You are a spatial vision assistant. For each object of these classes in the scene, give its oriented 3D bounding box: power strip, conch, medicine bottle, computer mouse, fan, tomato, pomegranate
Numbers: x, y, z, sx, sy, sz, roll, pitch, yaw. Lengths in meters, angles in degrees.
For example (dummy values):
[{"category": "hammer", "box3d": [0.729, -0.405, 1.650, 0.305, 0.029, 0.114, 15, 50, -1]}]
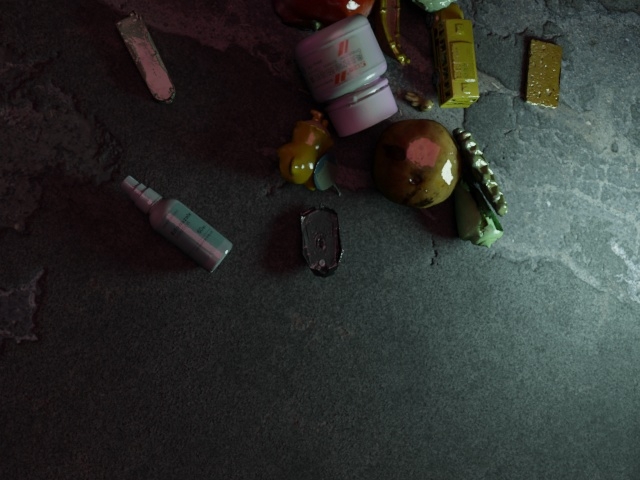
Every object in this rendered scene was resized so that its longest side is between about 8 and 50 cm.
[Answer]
[{"category": "power strip", "box3d": [-0.505, -0.527, 1.722, 0.080, 0.048, 0.286, -28, 92, -11]}, {"category": "conch", "box3d": [0.489, -0.096, 1.864, 0.143, 0.137, 0.251, -20, 97, -49]}, {"category": "medicine bottle", "box3d": [-0.417, -0.055, 1.676, 0.352, 0.110, 0.110, 39, 79, -8]}, {"category": "computer mouse", "box3d": [0.002, 0.000, 1.791, 0.126, 0.071, 0.231, -8, 77, 1]}, {"category": "fan", "box3d": [0.029, -0.188, 1.780, 0.113, 0.005, 0.175, -57, 142, -16]}, {"category": "tomato", "box3d": [0.021, -0.799, 1.799, 0.334, 0.176, 0.290, 11, 81, -11]}, {"category": "pomegranate", "box3d": [0.294, -0.233, 1.777, 0.281, 0.281, 0.281, 1, 86, -13]}, {"category": "medicine bottle", "box3d": [0.082, -0.484, 1.747, 0.241, 0.241, 0.302, -30, 105, -13]}]

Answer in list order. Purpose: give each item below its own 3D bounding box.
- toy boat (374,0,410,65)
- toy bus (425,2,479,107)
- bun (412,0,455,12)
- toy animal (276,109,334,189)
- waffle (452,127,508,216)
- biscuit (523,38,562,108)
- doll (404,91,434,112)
[{"category": "toy boat", "box3d": [0.225, -0.700, 1.865, 0.099, 0.141, 0.318, -8, 81, 27]}, {"category": "toy bus", "box3d": [0.429, -0.604, 1.902, 0.121, 0.123, 0.336, -4, 87, -13]}, {"category": "bun", "box3d": [0.340, -0.802, 1.859, 0.204, 0.212, 0.126, 37, 103, 5]}, {"category": "toy animal", "box3d": [-0.037, -0.275, 1.760, 0.156, 0.156, 0.230, 22, 75, -10]}, {"category": "waffle", "box3d": [0.496, -0.212, 1.816, 0.056, 0.292, 0.309, -27, 89, 15]}, {"category": "biscuit", "box3d": [0.767, -0.571, 2.026, 0.131, 0.025, 0.231, 9, 84, -11]}, {"category": "doll", "box3d": [0.320, -0.454, 1.903, 0.093, 0.051, 0.061, 42, 50, -10]}]
